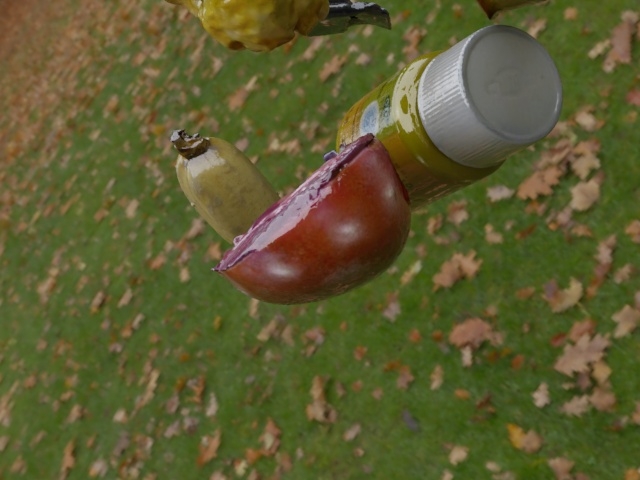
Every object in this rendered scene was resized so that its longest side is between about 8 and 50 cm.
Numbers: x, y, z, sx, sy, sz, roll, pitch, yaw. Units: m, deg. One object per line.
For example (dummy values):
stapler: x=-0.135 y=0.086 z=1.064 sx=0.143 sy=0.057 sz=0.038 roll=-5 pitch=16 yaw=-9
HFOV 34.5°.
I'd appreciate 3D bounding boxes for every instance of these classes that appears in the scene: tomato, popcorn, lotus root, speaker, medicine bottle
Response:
tomato: x=0.001 y=0.003 z=1.483 sx=0.289 sy=0.176 sz=0.335 roll=-42 pitch=7 yaw=-18
popcorn: x=-0.112 y=-0.369 z=1.394 sx=0.191 sy=0.253 sz=0.190 roll=-15 pitch=44 yaw=39
lotus root: x=-0.188 y=-0.109 z=2.086 sx=0.151 sy=0.343 sz=0.169 roll=-47 pitch=35 yaw=-16
speaker: x=-0.006 y=-0.583 z=2.053 sx=0.184 sy=0.388 sz=0.180 roll=-18 pitch=-2 yaw=5
medicine bottle: x=0.198 y=-0.188 z=1.656 sx=0.384 sy=0.224 sz=0.224 roll=-25 pitch=37 yaw=62

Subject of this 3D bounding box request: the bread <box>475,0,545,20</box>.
bread: x=0.256 y=-0.452 z=1.452 sx=0.148 sy=0.270 sz=0.270 roll=-5 pitch=49 yaw=27
